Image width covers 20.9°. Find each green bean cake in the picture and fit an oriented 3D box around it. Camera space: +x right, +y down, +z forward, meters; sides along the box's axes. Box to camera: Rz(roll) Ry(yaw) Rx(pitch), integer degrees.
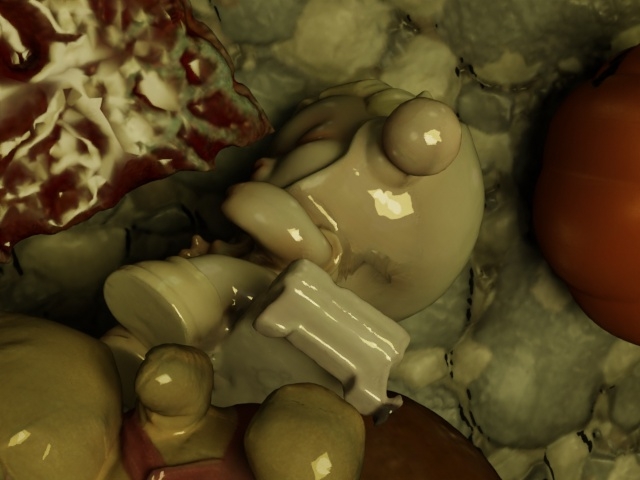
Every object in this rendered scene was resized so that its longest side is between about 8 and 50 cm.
[{"bbox_3d":[-0.166,-0.065,0.807,0.232,0.097,0.198,-41,113,-17],"label":"green bean cake"}]

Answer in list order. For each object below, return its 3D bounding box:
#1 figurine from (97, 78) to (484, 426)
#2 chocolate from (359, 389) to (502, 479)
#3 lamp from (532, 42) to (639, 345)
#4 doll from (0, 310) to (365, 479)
[{"bbox_3d":[0.010,0.002,0.855,0.257,0.144,0.182,-54,165,-45],"label":"figurine"},{"bbox_3d":[0.023,0.162,0.916,0.176,0.177,0.177,-4,99,-27],"label":"chocolate"},{"bbox_3d":[0.220,-0.024,0.976,0.187,0.164,0.188,-5,101,-29],"label":"lamp"},{"bbox_3d":[-0.113,0.115,0.700,0.255,0.152,0.196,15,54,9],"label":"doll"}]
